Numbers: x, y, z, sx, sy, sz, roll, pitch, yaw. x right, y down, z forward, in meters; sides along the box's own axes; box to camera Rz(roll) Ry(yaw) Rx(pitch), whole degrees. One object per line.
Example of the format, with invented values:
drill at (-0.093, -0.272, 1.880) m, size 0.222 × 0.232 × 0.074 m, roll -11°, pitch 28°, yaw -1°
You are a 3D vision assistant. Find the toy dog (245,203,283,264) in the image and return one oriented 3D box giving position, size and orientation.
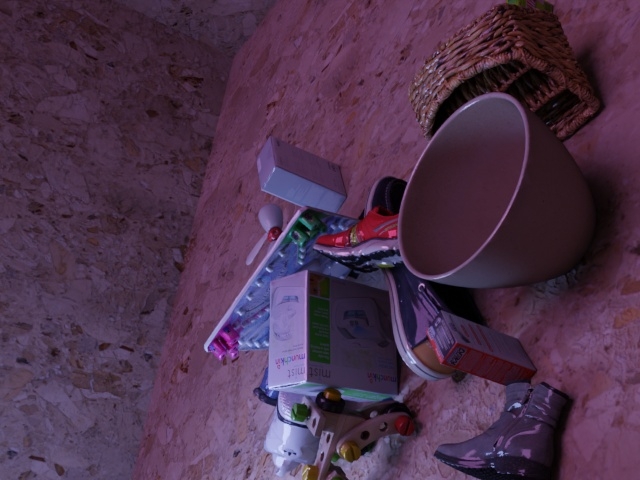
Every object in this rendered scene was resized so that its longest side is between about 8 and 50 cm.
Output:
toy dog at (-0.113, 0.067, 2.417) m, size 0.161 × 0.220 × 0.333 m, roll 89°, pitch -168°, yaw -53°

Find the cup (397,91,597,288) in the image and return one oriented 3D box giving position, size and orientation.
cup at (0.321, -0.051, 1.433) m, size 0.331 × 0.237 × 0.331 m, roll -45°, pitch 32°, yaw 40°

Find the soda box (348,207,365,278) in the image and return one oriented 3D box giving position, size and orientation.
soda box at (0.100, 0.008, 2.121) m, size 0.168 × 0.053 × 0.060 m, roll -62°, pitch 23°, yaw 16°

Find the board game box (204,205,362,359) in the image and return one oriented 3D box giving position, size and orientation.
board game box at (-0.040, 0.112, 1.937) m, size 0.050 × 0.390 × 0.390 m, roll 42°, pitch 104°, yaw 25°

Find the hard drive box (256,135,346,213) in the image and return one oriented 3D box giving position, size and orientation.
hard drive box at (-0.056, -0.181, 2.411) m, size 0.089 × 0.232 × 0.181 m, roll -56°, pitch 25°, yaw 27°

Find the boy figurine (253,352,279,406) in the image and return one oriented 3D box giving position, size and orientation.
boy figurine at (-0.089, 0.292, 2.240) m, size 0.285 × 0.092 × 0.177 m, roll -68°, pitch 22°, yaw -2°

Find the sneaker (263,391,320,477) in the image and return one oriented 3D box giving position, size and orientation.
sneaker at (-0.044, 0.378, 1.947) m, size 0.366 × 0.138 × 0.210 m, roll -67°, pitch -6°, yaw -69°

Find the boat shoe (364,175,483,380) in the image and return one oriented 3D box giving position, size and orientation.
boat shoe at (0.210, 0.041, 1.691) m, size 0.156 × 0.187 × 0.500 m, roll -46°, pitch 35°, yaw 32°

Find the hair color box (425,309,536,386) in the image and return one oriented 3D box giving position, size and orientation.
hair color box at (0.270, 0.186, 1.426) m, size 0.053 × 0.167 × 0.093 m, roll -58°, pitch 24°, yaw 22°

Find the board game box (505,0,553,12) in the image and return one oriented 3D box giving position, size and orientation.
board game box at (0.423, -0.424, 1.740) m, size 0.043 × 0.092 × 0.181 m, roll -30°, pitch 43°, yaw 57°

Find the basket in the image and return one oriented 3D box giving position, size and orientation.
basket at (0.322, -0.262, 1.578) m, size 0.299 × 0.214 × 0.223 m, roll -40°, pitch 60°, yaw 47°

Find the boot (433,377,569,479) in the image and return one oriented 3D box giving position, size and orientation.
boot at (0.300, 0.310, 1.385) m, size 0.247 × 0.083 × 0.161 m, roll -14°, pitch 51°, yaw 55°

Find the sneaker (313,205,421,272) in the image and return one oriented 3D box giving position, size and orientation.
sneaker at (0.099, -0.008, 1.644) m, size 0.279 × 0.107 × 0.118 m, roll -6°, pitch 63°, yaw 49°

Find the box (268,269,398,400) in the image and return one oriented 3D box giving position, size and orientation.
box at (0.026, 0.206, 1.759) m, size 0.127 × 0.262 × 0.231 m, roll -20°, pitch 61°, yaw 43°

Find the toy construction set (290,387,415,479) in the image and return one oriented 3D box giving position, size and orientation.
toy construction set at (0.038, 0.431, 1.631) m, size 0.257 × 0.237 × 0.308 m, roll -56°, pitch 26°, yaw 27°
